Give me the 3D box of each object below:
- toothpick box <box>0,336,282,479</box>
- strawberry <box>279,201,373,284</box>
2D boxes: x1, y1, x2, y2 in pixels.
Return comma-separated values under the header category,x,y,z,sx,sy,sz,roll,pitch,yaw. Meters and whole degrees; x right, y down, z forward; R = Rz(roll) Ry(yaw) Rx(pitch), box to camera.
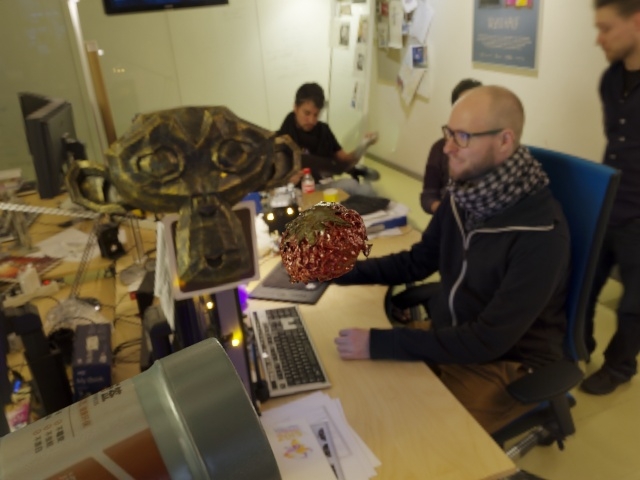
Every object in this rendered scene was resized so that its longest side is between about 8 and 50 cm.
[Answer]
category,x,y,z,sx,sy,sz,roll,pitch,yaw
toothpick box,-0.109,0.130,0.324,0.153,0.101,0.101,-24,27,-20
strawberry,0.000,0.000,0.884,0.145,0.086,0.145,-19,39,16
